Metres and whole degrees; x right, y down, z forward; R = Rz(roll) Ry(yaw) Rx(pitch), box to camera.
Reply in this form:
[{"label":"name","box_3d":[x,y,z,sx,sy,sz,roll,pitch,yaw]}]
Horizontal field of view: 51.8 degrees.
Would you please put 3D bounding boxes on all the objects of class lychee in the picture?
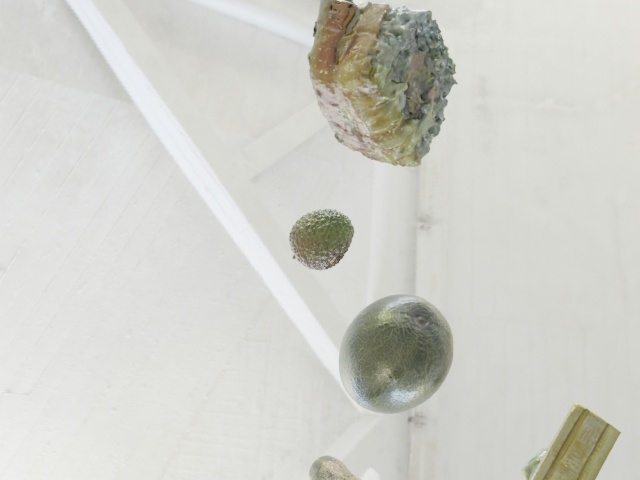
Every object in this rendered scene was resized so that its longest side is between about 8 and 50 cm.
[{"label":"lychee","box_3d":[0.000,0.000,1.228,0.114,0.146,0.114,30,-139,-31]}]

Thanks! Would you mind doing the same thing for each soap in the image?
[{"label":"soap","box_3d":[0.446,0.423,1.200,0.092,0.037,0.252,32,-103,14]}]

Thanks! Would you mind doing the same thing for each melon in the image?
[{"label":"melon","box_3d":[0.161,0.253,1.452,0.238,0.301,0.237,12,-132,-14]}]

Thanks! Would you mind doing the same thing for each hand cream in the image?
[{"label":"hand cream","box_3d":[0.051,0.507,1.375,0.084,0.203,0.083,4,-98,-25]}]

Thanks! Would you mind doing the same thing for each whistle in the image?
[{"label":"whistle","box_3d":[0.541,0.571,1.564,0.223,0.123,0.122,2,-105,-68]}]

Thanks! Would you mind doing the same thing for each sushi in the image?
[{"label":"sushi","box_3d":[0.089,-0.233,0.939,0.184,0.139,0.274,-56,-38,-14]}]
